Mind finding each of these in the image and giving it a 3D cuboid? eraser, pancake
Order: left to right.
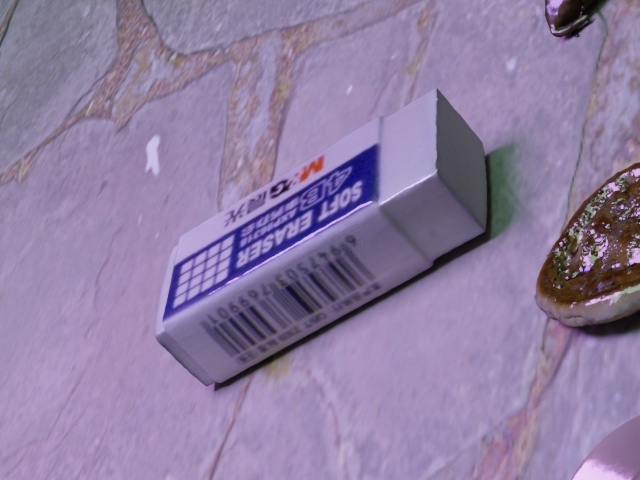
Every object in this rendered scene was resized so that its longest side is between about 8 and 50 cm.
[{"bbox_3d":[0.000,0.000,1.564,0.279,0.081,0.124,-30,30,24],"label":"eraser"},{"bbox_3d":[0.210,0.000,1.346,0.158,0.028,0.158,-32,26,18],"label":"pancake"}]

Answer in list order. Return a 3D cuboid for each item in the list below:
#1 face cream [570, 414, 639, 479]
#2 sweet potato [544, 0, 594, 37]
[{"bbox_3d":[0.202,0.167,0.988,0.149,0.149,0.104,-48,29,-11],"label":"face cream"},{"bbox_3d":[0.325,-0.337,1.584,0.422,0.130,0.130,-41,27,19],"label":"sweet potato"}]
